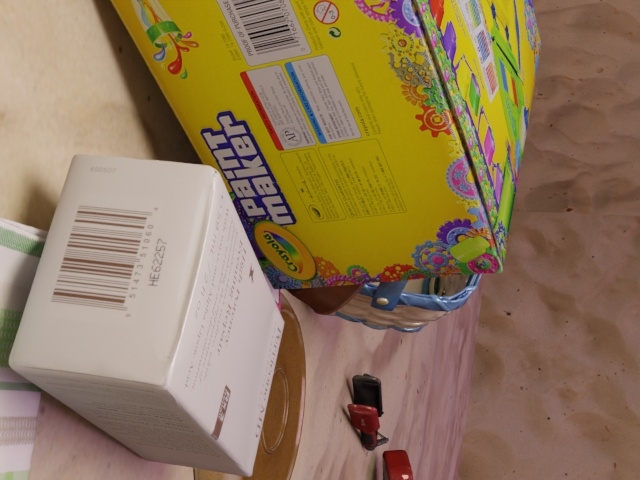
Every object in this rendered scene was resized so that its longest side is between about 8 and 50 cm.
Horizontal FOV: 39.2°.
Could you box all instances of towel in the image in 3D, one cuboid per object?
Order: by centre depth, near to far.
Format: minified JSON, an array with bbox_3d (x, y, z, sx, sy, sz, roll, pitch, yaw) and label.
[{"bbox_3d":[-0.155,0.063,0.416,0.113,0.023,0.152,32,62,-72],"label":"towel"}]

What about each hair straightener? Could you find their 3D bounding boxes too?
[{"bbox_3d":[0.077,0.236,1.277,0.230,0.047,0.089,68,29,-58],"label":"hair straightener"}]

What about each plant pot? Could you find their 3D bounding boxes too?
[{"bbox_3d":[-0.053,0.150,0.803,0.236,0.032,0.236,3,90,-74],"label":"plant pot"}]

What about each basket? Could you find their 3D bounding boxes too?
[{"bbox_3d":[0.083,-0.050,0.917,0.289,0.201,0.254,94,7,-63],"label":"basket"}]

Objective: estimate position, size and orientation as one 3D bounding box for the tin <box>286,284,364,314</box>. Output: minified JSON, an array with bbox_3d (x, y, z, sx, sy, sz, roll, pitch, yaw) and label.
[{"bbox_3d":[0.000,0.000,0.766,0.106,0.040,0.190,-62,-160,0],"label":"tin"}]

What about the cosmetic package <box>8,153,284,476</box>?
[{"bbox_3d":[-0.084,0.057,0.522,0.231,0.086,0.117,72,27,-66],"label":"cosmetic package"}]

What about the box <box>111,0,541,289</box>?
[{"bbox_3d":[0.027,-0.168,0.620,0.290,0.177,0.279,64,33,-35],"label":"box"}]

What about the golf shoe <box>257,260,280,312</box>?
[{"bbox_3d":[-0.058,0.041,0.692,0.086,0.068,0.186,40,55,-73],"label":"golf shoe"}]

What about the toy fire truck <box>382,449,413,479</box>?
[{"bbox_3d":[0.137,0.508,1.382,0.254,0.170,0.302,-98,-177,-60],"label":"toy fire truck"}]
